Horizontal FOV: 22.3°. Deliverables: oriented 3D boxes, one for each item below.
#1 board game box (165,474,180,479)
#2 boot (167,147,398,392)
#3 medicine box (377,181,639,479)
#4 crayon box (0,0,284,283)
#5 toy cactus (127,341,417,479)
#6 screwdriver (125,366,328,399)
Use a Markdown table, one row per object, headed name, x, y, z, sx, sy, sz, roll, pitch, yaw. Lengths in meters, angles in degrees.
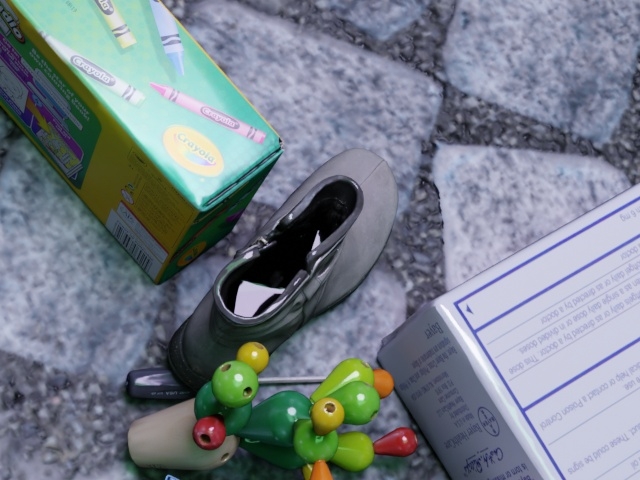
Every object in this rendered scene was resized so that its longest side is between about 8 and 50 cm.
| name | x | y | z | sx | sy | sz | roll | pitch | yaw |
| --- | --- | --- | --- | --- | --- | --- | --- | --- | --- |
| board game box | -0.079 | 0.271 | 1.020 | 0.160 | 0.039 | 0.211 | 25 | 58 | 13 |
| boot | 0.000 | 0.000 | 1.115 | 0.083 | 0.161 | 0.246 | 41 | 58 | 1 |
| medicine box | 0.234 | 0.123 | 1.153 | 0.263 | 0.149 | 0.289 | -28 | 82 | -22 |
| crayon box | -0.159 | -0.116 | 1.115 | 0.081 | 0.165 | 0.278 | -39 | 86 | -23 |
| toy cactus | -0.040 | 0.133 | 1.082 | 0.180 | 0.219 | 0.112 | -12 | 77 | 23 |
| screwdriver | -0.055 | 0.096 | 1.152 | 0.170 | 0.024 | 0.025 | -5 | 102 | -19 |
